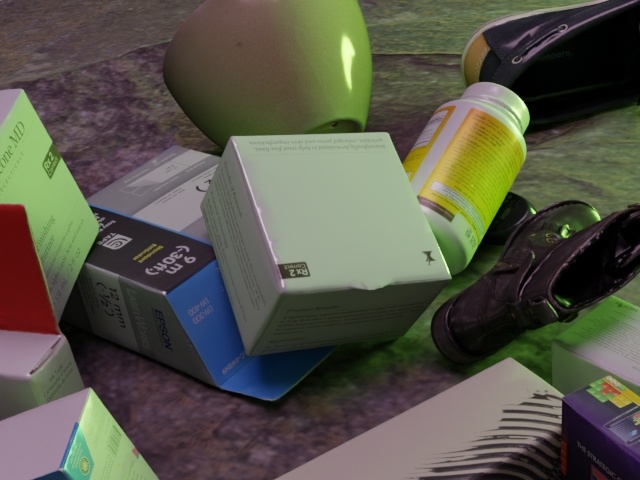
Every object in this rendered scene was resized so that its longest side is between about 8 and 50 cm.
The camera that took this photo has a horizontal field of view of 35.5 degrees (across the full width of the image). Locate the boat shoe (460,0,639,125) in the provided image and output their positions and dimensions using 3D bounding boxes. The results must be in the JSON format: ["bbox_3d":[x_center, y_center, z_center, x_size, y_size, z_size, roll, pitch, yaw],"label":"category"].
[{"bbox_3d":[0.448,-0.270,1.381,0.499,0.187,0.156,-14,35,1],"label":"boat shoe"}]

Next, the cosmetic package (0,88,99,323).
[{"bbox_3d":[-0.334,-0.021,0.961,0.151,0.184,0.151,-6,43,16],"label":"cosmetic package"}]

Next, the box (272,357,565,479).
[{"bbox_3d":[0.066,0.200,0.740,0.275,0.113,0.094,-24,35,-23],"label":"box"}]

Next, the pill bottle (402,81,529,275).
[{"bbox_3d":[0.152,-0.073,1.113,0.117,0.117,0.215,14,59,34],"label":"pill bottle"}]

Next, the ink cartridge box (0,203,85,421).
[{"bbox_3d":[-0.362,0.091,0.882,0.296,0.261,0.066,2,33,19],"label":"ink cartridge box"}]

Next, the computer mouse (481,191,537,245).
[{"bbox_3d":[0.166,-0.039,1.200,0.071,0.041,0.242,-48,38,-14],"label":"computer mouse"}]

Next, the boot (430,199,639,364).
[{"bbox_3d":[0.232,0.019,0.906,0.263,0.091,0.229,-40,0,-29],"label":"boot"}]

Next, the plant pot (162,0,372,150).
[{"bbox_3d":[-0.041,-0.198,1.331,0.284,0.284,0.191,-21,68,-20],"label":"plant pot"}]

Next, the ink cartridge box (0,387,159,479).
[{"bbox_3d":[-0.187,0.206,0.777,0.089,0.143,0.092,-21,28,14],"label":"ink cartridge box"}]

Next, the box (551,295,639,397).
[{"bbox_3d":[0.256,0.121,0.832,0.087,0.101,0.102,-29,36,-30],"label":"box"}]

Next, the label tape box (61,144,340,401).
[{"bbox_3d":[-0.113,0.020,1.088,0.347,0.115,0.249,15,38,37],"label":"label tape box"}]

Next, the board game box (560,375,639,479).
[{"bbox_3d":[0.232,0.195,0.674,0.048,0.141,0.170,-20,32,-20],"label":"board game box"}]

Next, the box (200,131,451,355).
[{"bbox_3d":[0.000,0.000,0.976,0.180,0.119,0.182,-4,58,-27],"label":"box"}]
